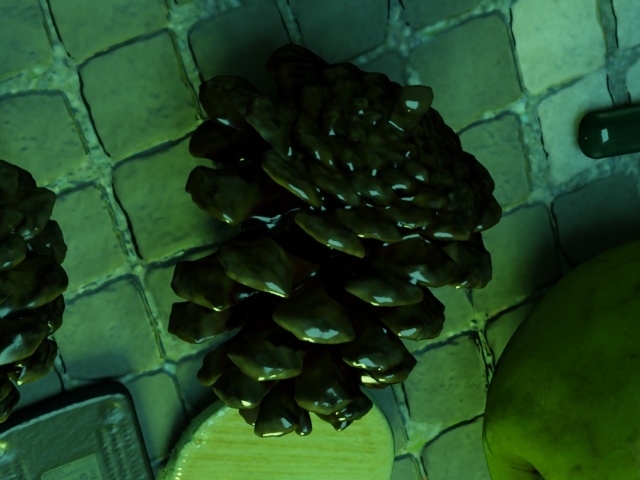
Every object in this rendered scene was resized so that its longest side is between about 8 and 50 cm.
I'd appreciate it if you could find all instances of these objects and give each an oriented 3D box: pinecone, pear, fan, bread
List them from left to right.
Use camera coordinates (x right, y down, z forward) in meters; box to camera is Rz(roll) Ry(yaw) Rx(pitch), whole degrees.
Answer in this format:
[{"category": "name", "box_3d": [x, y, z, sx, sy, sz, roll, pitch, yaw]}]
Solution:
[{"category": "pinecone", "box_3d": [-0.295, 0.039, 1.237, 0.243, 0.243, 0.257, 24, 120, -29]}, {"category": "bread", "box_3d": [-0.028, 0.146, 1.495, 0.193, 0.036, 0.112, -3, 121, -21]}, {"category": "pinecone", "box_3d": [0.000, 0.000, 1.351, 0.244, 0.244, 0.309, 10, 123, -26]}, {"category": "fan", "box_3d": [0.279, -0.093, 1.537, 0.155, 0.039, 0.082, -12, 115, -18]}, {"category": "pear", "box_3d": [0.275, 0.124, 1.507, 0.307, 0.253, 0.253, -22, 117, -23]}]

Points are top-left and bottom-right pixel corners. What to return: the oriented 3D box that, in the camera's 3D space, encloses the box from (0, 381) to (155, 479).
[{"category": "box", "box_3d": [-0.191, 0.177, 1.446, 0.126, 0.027, 0.125, -20, 116, -16]}]
